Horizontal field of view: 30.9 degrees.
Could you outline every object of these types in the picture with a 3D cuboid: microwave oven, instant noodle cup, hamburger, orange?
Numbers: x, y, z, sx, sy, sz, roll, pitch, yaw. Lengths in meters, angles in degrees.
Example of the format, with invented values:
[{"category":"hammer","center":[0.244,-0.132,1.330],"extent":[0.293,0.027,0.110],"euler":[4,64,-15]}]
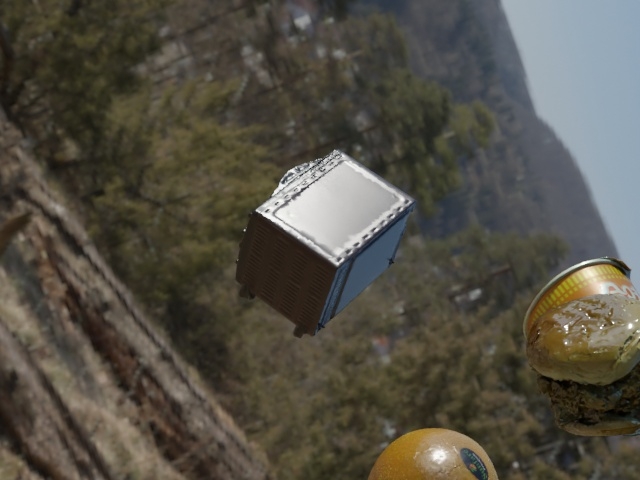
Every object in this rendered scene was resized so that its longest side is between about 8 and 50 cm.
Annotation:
[{"category":"microwave oven","center":[0.001,-0.001,1.847],"extent":[0.247,0.188,0.178],"euler":[-40,155,-43]},{"category":"instant noodle cup","center":[0.375,0.142,1.476],"extent":[0.185,0.168,0.168],"euler":[59,-2,43]},{"category":"hamburger","center":[0.309,0.120,1.257],"extent":[0.185,0.159,0.131],"euler":[-46,114,-40]},{"category":"orange","center":[0.214,0.491,2.202],"extent":[0.274,0.274,0.274],"euler":[-20,90,-83]}]
